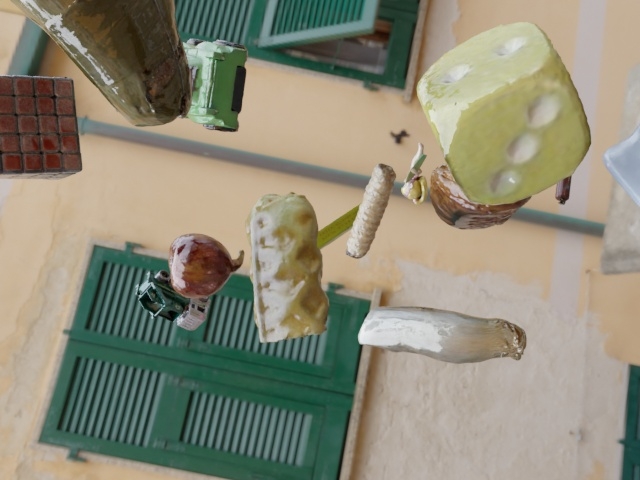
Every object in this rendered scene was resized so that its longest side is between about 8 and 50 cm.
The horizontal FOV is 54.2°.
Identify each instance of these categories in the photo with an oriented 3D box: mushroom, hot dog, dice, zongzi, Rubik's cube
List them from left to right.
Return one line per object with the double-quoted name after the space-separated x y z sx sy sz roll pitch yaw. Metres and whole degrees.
-0.742 -0.271 1.548 0.237 0.238 0.237 0 93 57 "Rubik's cube"
-0.304 -0.429 1.121 0.393 0.174 0.356 -59 -46 -28 "zongzi"
0.289 0.229 1.502 0.177 0.397 0.126 25 -109 -44 "mushroom"
0.258 -0.073 1.008 0.227 0.160 0.099 85 -172 -87 "hot dog"
0.233 -0.162 0.808 0.166 0.169 0.169 54 -159 -31 "dice"

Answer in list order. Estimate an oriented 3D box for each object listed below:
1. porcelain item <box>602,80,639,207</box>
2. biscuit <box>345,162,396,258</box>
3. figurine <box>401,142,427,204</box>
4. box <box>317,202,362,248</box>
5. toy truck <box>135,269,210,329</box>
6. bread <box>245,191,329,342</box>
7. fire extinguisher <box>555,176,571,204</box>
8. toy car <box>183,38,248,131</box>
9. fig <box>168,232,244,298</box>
0.531 -0.205 0.747 0.405 0.178 0.243 110 153 -42 "porcelain item"
0.103 -0.055 1.298 0.061 0.055 0.219 -58 -13 -61 "biscuit"
0.299 -0.203 1.917 0.083 0.083 0.187 -80 -1 -73 "figurine"
0.000 0.000 1.794 0.335 0.047 0.187 -35 -2 -29 "box"
-0.437 0.187 1.846 0.110 0.216 0.116 -41 32 30 "toy truck"
-0.060 0.044 1.096 0.130 0.152 0.268 7 -110 -48 "bread"
0.650 -0.148 1.672 0.056 0.039 0.132 38 -121 -46 "fire extinguisher"
-0.297 -0.389 1.540 0.358 0.176 0.214 23 108 44 "toy car"
-0.280 0.064 1.591 0.175 0.207 0.175 -174 90 -69 "fig"
